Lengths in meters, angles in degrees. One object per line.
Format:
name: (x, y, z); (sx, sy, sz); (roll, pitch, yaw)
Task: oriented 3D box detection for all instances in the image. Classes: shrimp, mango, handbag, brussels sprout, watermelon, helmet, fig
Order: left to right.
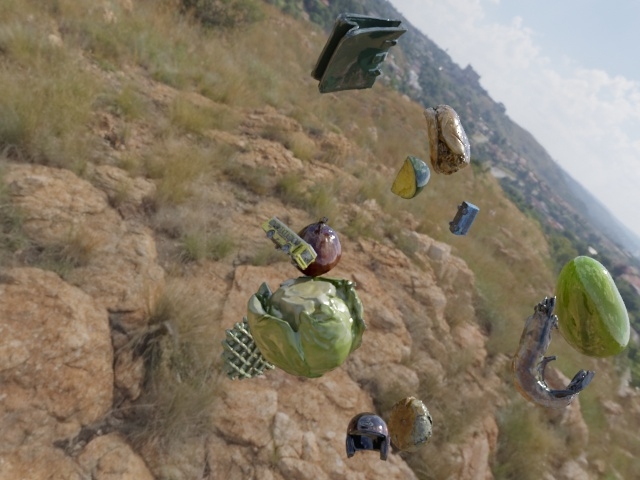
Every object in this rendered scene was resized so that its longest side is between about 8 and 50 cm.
brussels sprout: (-0.049, 0.325, 1.616); (0.425, 0.361, 0.342); (-4, 20, -5)
fig: (-0.012, 0.000, 1.635); (0.186, 0.250, 0.203); (22, 26, 38)
handbag: (0.119, -0.584, 1.403); (0.260, 0.247, 0.079); (-18, 72, -33)
helmet: (0.204, 0.846, 1.923); (0.189, 0.216, 0.193); (0, 42, 13)
watermelon: (0.287, -0.185, 1.355); (0.075, 0.181, 0.092); (-26, 69, -18)
shrimp: (0.465, 0.222, 0.880); (0.152, 0.219, 0.046); (21, -18, 4)
mango: (0.656, 0.176, 1.086); (0.185, 0.149, 0.273); (-94, 160, -48)

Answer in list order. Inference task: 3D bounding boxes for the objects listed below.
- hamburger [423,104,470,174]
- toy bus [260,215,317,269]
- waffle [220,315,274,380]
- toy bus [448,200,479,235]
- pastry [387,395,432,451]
hamburger: (0.452, -0.362, 1.603); (0.243, 0.146, 0.286); (59, 29, -36)
toy bus: (-0.106, 0.008, 1.415); (0.226, 0.074, 0.081); (37, -17, 46)
waffle: (-0.303, 0.481, 1.989); (0.291, 0.309, 0.056); (-2, 16, -34)
toy bus: (0.360, -0.053, 1.121); (0.046, 0.083, 0.038); (18, 21, -12)
pastry: (0.260, 0.534, 1.298); (0.081, 0.153, 0.153); (14, 35, -21)
